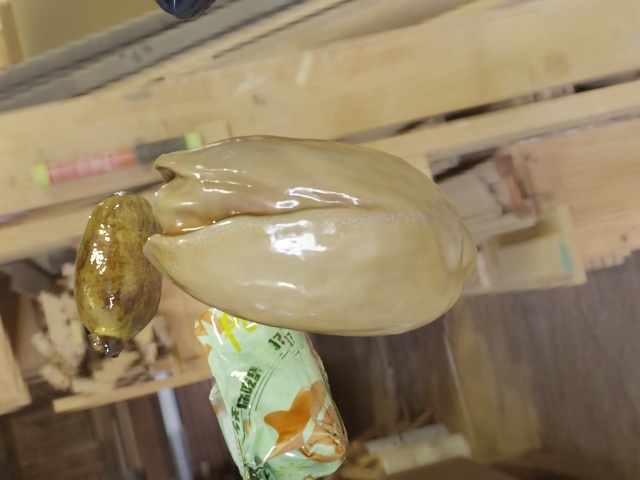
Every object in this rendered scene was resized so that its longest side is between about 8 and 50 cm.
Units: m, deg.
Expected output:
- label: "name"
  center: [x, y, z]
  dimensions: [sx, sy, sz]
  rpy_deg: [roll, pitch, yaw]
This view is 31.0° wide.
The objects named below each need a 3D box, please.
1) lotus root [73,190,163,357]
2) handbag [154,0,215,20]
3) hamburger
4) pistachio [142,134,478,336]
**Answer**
- label: "lotus root"
  center: [-0.291, 0.052, 1.655]
  dimensions: [0.145, 0.128, 0.260]
  rpy_deg: [82, -173, -59]
- label: "handbag"
  center: [-0.056, -0.337, 0.787]
  dimensions: [0.329, 0.122, 0.303]
  rpy_deg: [-15, 65, 54]
- label: "hamburger"
  center: [-0.048, 0.157, 1.183]
  dimensions: [0.235, 0.125, 0.214]
  rpy_deg: [68, -173, -60]
- label: "pistachio"
  center: [0.000, 0.000, 0.965]
  dimensions: [0.181, 0.293, 0.162]
  rpy_deg: [139, 133, -62]
